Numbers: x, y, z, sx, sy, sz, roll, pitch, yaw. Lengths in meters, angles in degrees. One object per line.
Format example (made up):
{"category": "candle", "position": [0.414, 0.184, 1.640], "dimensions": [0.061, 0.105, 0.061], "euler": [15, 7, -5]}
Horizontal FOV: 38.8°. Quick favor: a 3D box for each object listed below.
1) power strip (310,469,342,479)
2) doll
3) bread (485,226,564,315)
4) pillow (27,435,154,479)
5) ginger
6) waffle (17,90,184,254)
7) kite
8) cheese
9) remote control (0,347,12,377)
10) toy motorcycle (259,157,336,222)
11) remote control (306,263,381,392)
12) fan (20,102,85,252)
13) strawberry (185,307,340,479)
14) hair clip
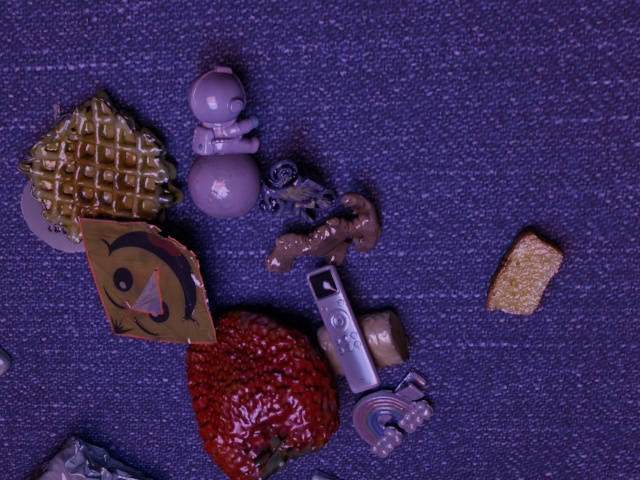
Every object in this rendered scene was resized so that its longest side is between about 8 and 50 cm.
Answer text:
{"category": "power strip", "position": [-0.007, 0.610, 2.081], "dimensions": [0.081, 0.035, 0.192], "euler": [23, 116, 0]}
{"category": "doll", "position": [-0.187, -0.186, 1.696], "dimensions": [0.151, 0.151, 0.287], "euler": [2, 117, 10]}
{"category": "bread", "position": [0.391, 0.065, 1.749], "dimensions": [0.103, 0.065, 0.187], "euler": [20, 114, 0]}
{"category": "pillow", "position": [-0.543, 0.605, 2.127], "dimensions": [0.283, 0.138, 0.310], "euler": [37, 117, -16]}
{"category": "ginger", "position": [0.012, 0.007, 1.781], "dimensions": [0.258, 0.065, 0.149], "euler": [-35, 128, 23]}
{"category": "waffle", "position": [-0.437, -0.124, 1.820], "dimensions": [0.317, 0.073, 0.297], "euler": [-34, 101, 24]}
{"category": "kite", "position": [-0.360, 0.096, 1.834], "dimensions": [0.377, 0.013, 0.327], "euler": [39, 128, 3]}
{"category": "cheese", "position": [0.086, 0.209, 1.856], "dimensions": [0.167, 0.094, 0.123], "euler": [-15, 117, 20]}
{"category": "remote control", "position": [-0.834, 0.201, 2.055], "dimensions": [0.309, 0.038, 0.090], "euler": [43, 113, -10]}
{"category": "toy motorcycle", "position": [-0.056, -0.086, 1.728], "dimensions": [0.124, 0.061, 0.193], "euler": [-35, 143, 18]}
{"category": "remote control", "position": [0.044, 0.175, 1.793], "dimensions": [0.067, 0.029, 0.261], "euler": [-22, 90, 21]}
{"category": "fan", "position": [-0.534, -0.122, 1.871], "dimensions": [0.190, 0.009, 0.329], "euler": [9, 115, 7]}
{"category": "strawberry", "position": [-0.123, 0.297, 1.853], "dimensions": [0.312, 0.267, 0.351], "euler": [-39, 69, 17]}
{"category": "hair clip", "position": [0.148, 0.366, 1.941], "dimensions": [0.140, 0.054, 0.220], "euler": [34, 119, -12]}
